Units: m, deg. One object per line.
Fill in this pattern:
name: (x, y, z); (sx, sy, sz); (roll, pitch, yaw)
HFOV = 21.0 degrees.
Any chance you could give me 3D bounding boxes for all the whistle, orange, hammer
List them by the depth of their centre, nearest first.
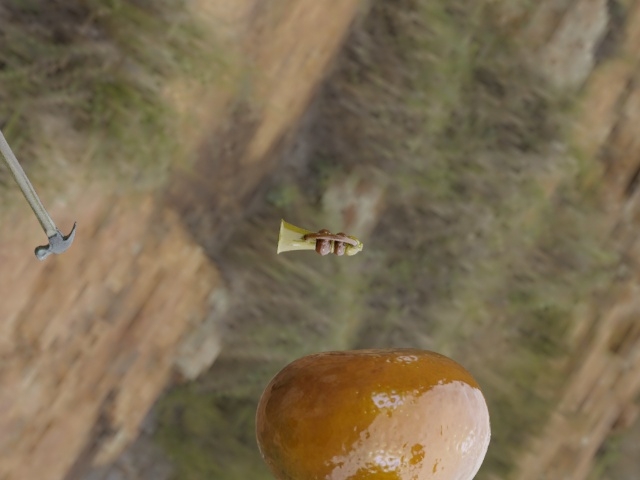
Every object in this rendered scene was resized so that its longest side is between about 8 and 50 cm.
orange: (0.054, 0.198, 1.767); (0.240, 0.240, 0.171); (-2, 91, -78)
hammer: (-0.345, -0.061, 2.041); (0.062, 0.182, 0.017); (-21, -154, 9)
whistle: (-0.001, -0.005, 2.188); (0.057, 0.109, 0.046); (88, 9, -50)
